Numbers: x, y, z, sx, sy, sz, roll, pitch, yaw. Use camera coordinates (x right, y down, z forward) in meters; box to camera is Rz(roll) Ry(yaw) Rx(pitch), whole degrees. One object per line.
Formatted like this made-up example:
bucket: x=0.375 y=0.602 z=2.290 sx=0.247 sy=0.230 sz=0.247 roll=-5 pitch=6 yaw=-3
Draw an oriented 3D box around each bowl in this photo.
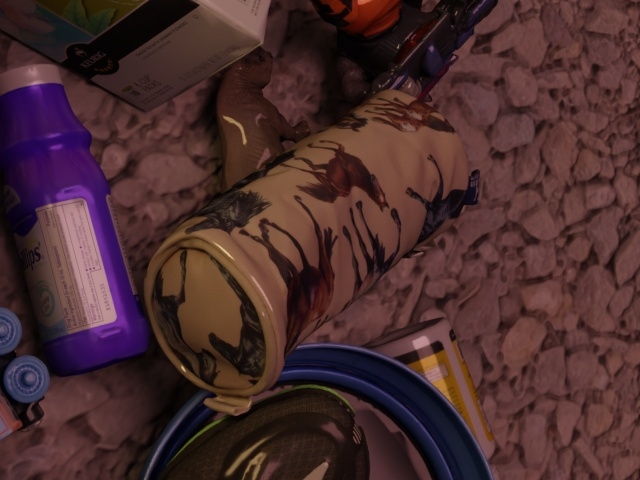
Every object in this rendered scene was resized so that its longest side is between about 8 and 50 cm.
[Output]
bowl: x=-0.004 y=0.298 z=1.188 sx=0.391 sy=0.077 sz=0.391 roll=5 pitch=77 yaw=-22

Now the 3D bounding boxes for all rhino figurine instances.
rhino figurine: x=-0.070 y=-0.121 z=1.326 sx=0.106 sy=0.073 sz=0.243 roll=4 pitch=73 yaw=-42

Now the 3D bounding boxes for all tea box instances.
tea box: x=-0.205 y=-0.364 z=1.190 sx=0.323 sy=0.220 sz=0.329 roll=27 pitch=61 yaw=-30

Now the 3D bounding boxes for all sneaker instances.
sneaker: x=-0.129 y=0.304 z=0.978 sx=0.483 sy=0.202 sz=0.185 roll=-41 pitch=94 yaw=-21

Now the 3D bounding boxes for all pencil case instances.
pencil case: x=0.000 y=0.000 z=1.183 sx=0.410 sy=0.160 sz=0.184 roll=-38 pitch=109 yaw=-48

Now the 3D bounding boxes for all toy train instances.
toy train: x=-0.314 y=0.098 z=1.053 sx=0.105 sy=0.080 sz=0.184 roll=-35 pitch=100 yaw=-35

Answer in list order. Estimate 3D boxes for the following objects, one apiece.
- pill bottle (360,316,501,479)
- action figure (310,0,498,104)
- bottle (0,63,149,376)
pill bottle: x=0.124 y=0.201 z=1.355 sx=0.119 sy=0.119 sz=0.209 roll=-20 pitch=90 yaw=-42
action figure: x=0.091 y=-0.298 z=1.403 sx=0.341 sy=0.178 sz=0.330 roll=-44 pitch=143 yaw=-18
bottle: x=-0.237 y=-0.019 z=1.122 sx=0.092 sy=0.118 sz=0.283 roll=-14 pitch=86 yaw=-26
